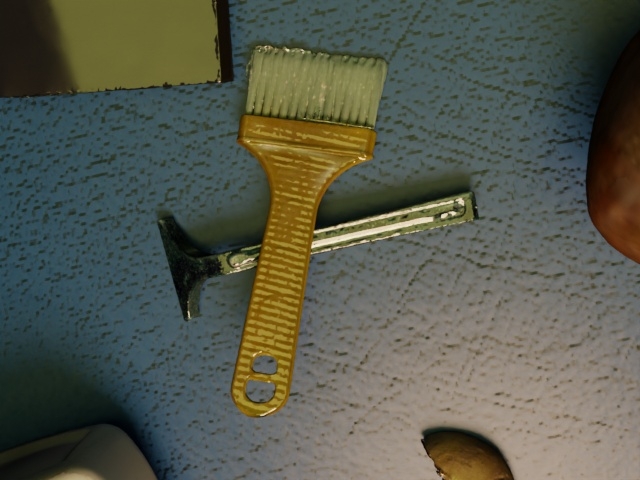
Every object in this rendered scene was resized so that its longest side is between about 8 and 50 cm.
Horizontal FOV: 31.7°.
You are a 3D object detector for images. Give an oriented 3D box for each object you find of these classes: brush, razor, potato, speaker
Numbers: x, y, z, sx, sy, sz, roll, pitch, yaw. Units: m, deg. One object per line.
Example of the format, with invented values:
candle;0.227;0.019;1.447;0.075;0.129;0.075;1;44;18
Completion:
brush;-0.017;-0.006;0.651;0.083;0.010;0.218;9;83;4
razor;0.000;0.001;0.668;0.190;0.033;0.066;-12;99;6
potato;0.103;0.152;0.684;0.036;0.037;0.093;-37;94;5
speaker;-0.163;-0.125;0.654;0.218;0.044;0.082;-4;99;5

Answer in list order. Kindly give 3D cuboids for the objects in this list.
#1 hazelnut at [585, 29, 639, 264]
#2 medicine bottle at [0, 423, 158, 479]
hazelnut;0.235;-0.068;0.558;0.210;0.210;0.186;16;61;2
medicine bottle;-0.142;0.288;0.683;0.179;0.124;0.324;-20;96;8
